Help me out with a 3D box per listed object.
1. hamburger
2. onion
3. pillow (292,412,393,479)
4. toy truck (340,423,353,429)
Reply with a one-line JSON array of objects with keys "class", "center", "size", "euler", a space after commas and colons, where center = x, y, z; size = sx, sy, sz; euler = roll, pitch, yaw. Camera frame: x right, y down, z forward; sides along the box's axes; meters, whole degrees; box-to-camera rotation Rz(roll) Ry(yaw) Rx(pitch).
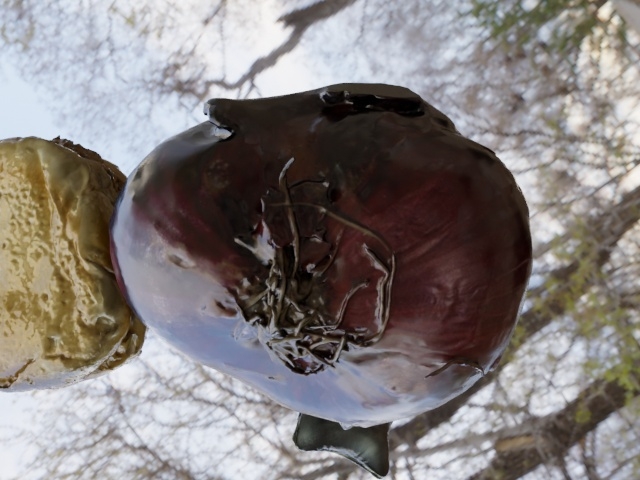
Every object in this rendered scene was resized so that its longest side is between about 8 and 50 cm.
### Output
[{"class": "hamburger", "center": [-0.230, 0.018, 0.800], "size": [0.214, 0.213, 0.108], "euler": [59, -166, 13]}, {"class": "onion", "center": [-0.002, 0.008, 0.663], "size": [0.281, 0.221, 0.281], "euler": [5, -156, -2]}, {"class": "pillow", "center": [0.029, 0.217, 1.161], "size": [0.135, 0.055, 0.091], "euler": [28, -105, -25]}, {"class": "toy truck", "center": [0.009, 0.072, 0.955], "size": [0.125, 0.101, 0.242], "euler": [49, 165, 41]}]
